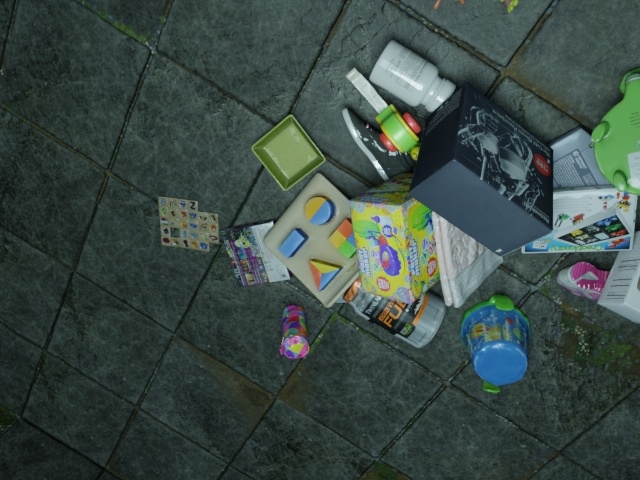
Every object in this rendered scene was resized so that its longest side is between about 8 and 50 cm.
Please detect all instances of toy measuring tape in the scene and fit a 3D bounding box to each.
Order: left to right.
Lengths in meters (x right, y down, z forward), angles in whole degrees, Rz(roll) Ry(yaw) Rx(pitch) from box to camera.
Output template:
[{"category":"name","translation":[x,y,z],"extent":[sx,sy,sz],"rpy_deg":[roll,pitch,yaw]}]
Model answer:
[{"category":"toy measuring tape","translation":[0.188,-0.358,1.433],"extent":[0.121,0.121,0.330],"rpy_deg":[-38,98,24]}]

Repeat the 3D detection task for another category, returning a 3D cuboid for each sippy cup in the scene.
[{"category":"sippy cup","translation":[0.588,0.351,1.663],"extent":[0.240,0.224,0.306],"rpy_deg":[-31,102,22]}]

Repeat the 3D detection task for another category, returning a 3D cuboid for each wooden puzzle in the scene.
[{"category":"wooden puzzle","translation":[0.000,0.000,1.653],"extent":[0.348,0.080,0.322],"rpy_deg":[46,109,15]}]

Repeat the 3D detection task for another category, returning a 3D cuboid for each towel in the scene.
[{"category":"towel","translation":[0.455,-0.006,1.503],"extent":[0.053,0.331,0.317],"rpy_deg":[8,118,43]}]

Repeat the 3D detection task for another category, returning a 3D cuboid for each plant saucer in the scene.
[{"category":"plant saucer","translation":[-0.103,-0.292,1.664],"extent":[0.188,0.045,0.188],"rpy_deg":[-34,101,23]}]

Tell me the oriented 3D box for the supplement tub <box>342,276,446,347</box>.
[{"category":"supplement tub","translation":[0.247,0.212,1.705],"extent":[0.315,0.194,0.194],"rpy_deg":[29,116,1]}]

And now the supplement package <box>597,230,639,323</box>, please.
[{"category":"supplement package","translation":[0.951,0.107,1.463],"extent":[0.139,0.134,0.244],"rpy_deg":[26,83,1]}]

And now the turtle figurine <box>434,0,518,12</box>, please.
[{"category":"turtle figurine","translation":[0.441,-0.707,1.337],"extent":[0.217,0.087,0.270],"rpy_deg":[29,107,-8]}]

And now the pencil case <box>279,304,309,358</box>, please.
[{"category":"pencil case","translation":[-0.095,0.328,1.812],"extent":[0.104,0.236,0.105],"rpy_deg":[-1,111,-2]}]

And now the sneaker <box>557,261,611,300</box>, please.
[{"category":"sneaker","translation":[0.859,0.134,1.583],"extent":[0.252,0.111,0.103],"rpy_deg":[24,79,-15]}]

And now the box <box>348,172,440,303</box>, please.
[{"category":"box","translation":[0.248,-0.018,1.455],"extent":[0.177,0.279,0.290],"rpy_deg":[10,119,41]}]

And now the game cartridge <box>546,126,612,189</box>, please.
[{"category":"game cartridge","translation":[0.774,-0.179,1.494],"extent":[0.196,0.060,0.294],"rpy_deg":[-29,103,26]}]

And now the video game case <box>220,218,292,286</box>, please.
[{"category":"video game case","translation":[-0.233,0.049,1.838],"extent":[0.210,0.042,0.232],"rpy_deg":[-11,109,16]}]

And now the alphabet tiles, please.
[{"category":"alphabet tiles","translation":[-0.493,-0.059,1.876],"extent":[0.237,0.009,0.199],"rpy_deg":[8,113,10]}]

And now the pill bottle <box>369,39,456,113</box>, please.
[{"category":"pill bottle","translation":[0.269,-0.466,1.453],"extent":[0.229,0.131,0.131],"rpy_deg":[32,116,-1]}]

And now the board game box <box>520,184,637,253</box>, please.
[{"category":"board game box","translation":[0.758,-0.062,1.488],"extent":[0.305,0.053,0.193],"rpy_deg":[-2,111,14]}]

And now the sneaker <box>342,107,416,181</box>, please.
[{"category":"sneaker","translation":[0.197,-0.319,1.553],"extent":[0.146,0.105,0.296],"rpy_deg":[-34,107,22]}]

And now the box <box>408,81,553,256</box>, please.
[{"category":"box","translation":[0.444,-0.187,1.352],"extent":[0.343,0.313,0.179],"rpy_deg":[30,144,-16]}]

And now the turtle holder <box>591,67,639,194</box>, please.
[{"category":"turtle holder","translation":[0.852,-0.274,1.337],"extent":[0.243,0.227,0.320],"rpy_deg":[-45,68,31]}]

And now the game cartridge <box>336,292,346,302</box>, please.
[{"category":"game cartridge","translation":[0.071,0.191,1.838],"extent":[0.055,0.017,0.083],"rpy_deg":[-2,111,19]}]
